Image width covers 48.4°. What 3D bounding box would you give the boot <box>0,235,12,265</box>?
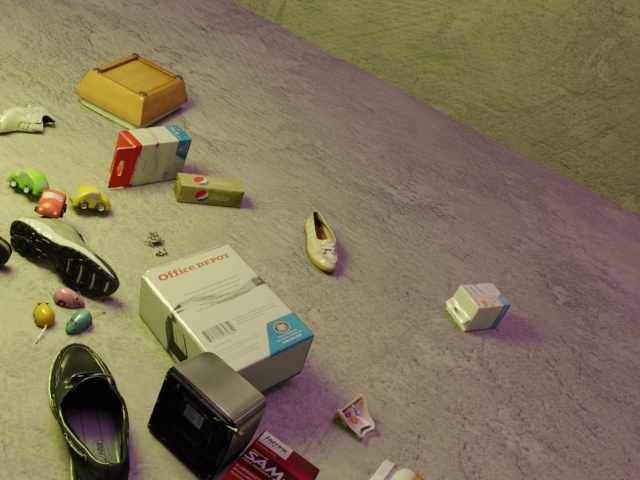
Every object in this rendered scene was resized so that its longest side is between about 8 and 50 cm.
[{"bbox_3d":[-0.735,-0.048,1.514,0.236,0.085,0.178,22,30,-2],"label":"boot"}]

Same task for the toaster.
[{"bbox_3d":[-0.198,0.313,1.264,0.186,0.168,0.110,36,34,19],"label":"toaster"}]

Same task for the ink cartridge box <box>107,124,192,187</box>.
[{"bbox_3d":[-0.468,-0.223,1.886,0.231,0.134,0.078,-16,51,-46],"label":"ink cartridge box"}]

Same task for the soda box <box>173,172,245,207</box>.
[{"bbox_3d":[-0.302,-0.136,1.940,0.181,0.058,0.061,4,38,-27],"label":"soda box"}]

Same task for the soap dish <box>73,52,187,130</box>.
[{"bbox_3d":[-0.566,-0.461,2.178,0.229,0.118,0.291,28,32,6],"label":"soap dish"}]

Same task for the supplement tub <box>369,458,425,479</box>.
[{"bbox_3d":[0.162,0.497,1.255,0.200,0.144,0.144,35,34,17],"label":"supplement tub"}]

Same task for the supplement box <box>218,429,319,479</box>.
[{"bbox_3d":[-0.116,0.447,1.215,0.130,0.073,0.239,32,33,13],"label":"supplement box"}]

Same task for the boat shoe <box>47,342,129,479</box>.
[{"bbox_3d":[-0.395,0.286,1.227,0.127,0.113,0.340,5,37,-26],"label":"boat shoe"}]

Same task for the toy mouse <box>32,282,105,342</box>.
[{"bbox_3d":[-0.505,0.137,1.444,0.143,0.031,0.161,4,38,-29],"label":"toy mouse"}]

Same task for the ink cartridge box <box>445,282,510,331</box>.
[{"bbox_3d":[0.418,0.179,1.921,0.143,0.090,0.092,-1,41,-35],"label":"ink cartridge box"}]

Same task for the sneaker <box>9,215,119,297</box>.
[{"bbox_3d":[-0.534,0.023,1.532,0.271,0.100,0.108,33,28,13],"label":"sneaker"}]

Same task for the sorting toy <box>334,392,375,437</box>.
[{"bbox_3d":[0.075,0.371,1.478,0.075,0.045,0.083,46,37,18],"label":"sorting toy"}]

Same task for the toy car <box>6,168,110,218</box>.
[{"bbox_3d":[-0.635,-0.122,1.672,0.225,0.053,0.239,23,14,15],"label":"toy car"}]

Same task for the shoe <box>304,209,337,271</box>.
[{"bbox_3d":[0.000,0.000,1.938,0.077,0.058,0.219,8,36,-23],"label":"shoe"}]

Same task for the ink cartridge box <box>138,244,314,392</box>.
[{"bbox_3d":[-0.201,0.172,1.473,0.223,0.129,0.307,-21,52,-37],"label":"ink cartridge box"}]

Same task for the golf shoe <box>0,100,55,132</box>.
[{"bbox_3d":[-0.779,-0.318,1.891,0.086,0.069,0.176,34,35,5],"label":"golf shoe"}]

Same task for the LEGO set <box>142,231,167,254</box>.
[{"bbox_3d":[-0.393,0.002,1.716,0.083,0.023,0.054,39,35,22],"label":"LEGO set"}]
